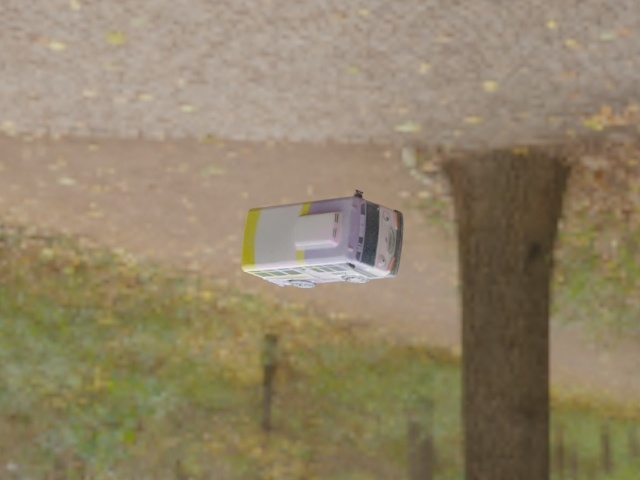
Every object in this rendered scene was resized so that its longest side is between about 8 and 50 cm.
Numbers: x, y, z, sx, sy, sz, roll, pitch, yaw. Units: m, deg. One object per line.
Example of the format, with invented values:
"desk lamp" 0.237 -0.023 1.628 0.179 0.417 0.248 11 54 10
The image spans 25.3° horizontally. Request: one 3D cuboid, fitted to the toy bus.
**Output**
"toy bus" 0.000 0.000 0.946 0.102 0.052 0.058 -6 162 40
